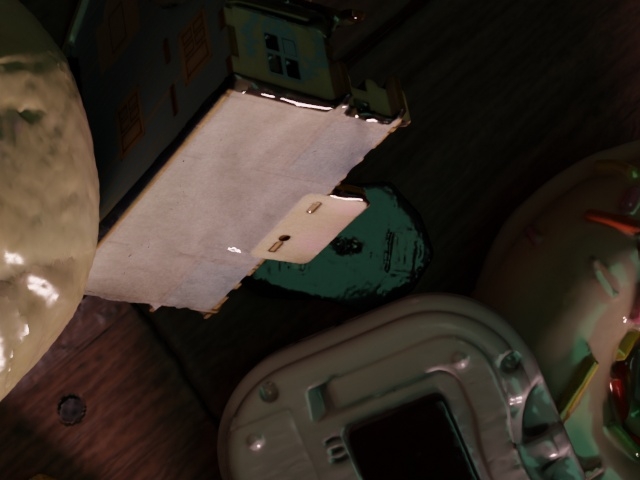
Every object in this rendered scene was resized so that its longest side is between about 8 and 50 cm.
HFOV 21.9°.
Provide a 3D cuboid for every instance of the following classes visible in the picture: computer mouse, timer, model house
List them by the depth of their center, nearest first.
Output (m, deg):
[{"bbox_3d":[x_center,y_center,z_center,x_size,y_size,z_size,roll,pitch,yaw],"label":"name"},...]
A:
[{"bbox_3d":[-0.069,-0.102,1.083,0.178,0.271,0.206,9,52,-32],"label":"model house"},{"bbox_3d":[0.062,0.178,1.162,0.237,0.087,0.262,-23,92,8],"label":"timer"},{"bbox_3d":[0.000,0.000,1.206,0.172,0.057,0.099,7,91,-21],"label":"computer mouse"}]

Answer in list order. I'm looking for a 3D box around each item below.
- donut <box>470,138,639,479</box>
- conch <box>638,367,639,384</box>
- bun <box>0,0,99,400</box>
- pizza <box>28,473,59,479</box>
[{"bbox_3d":[0.291,0.107,1.258,0.383,0.142,0.382,0,96,-1],"label":"donut"},{"bbox_3d":[0.271,0.096,1.375,0.109,0.093,0.330,-40,93,1],"label":"conch"},{"bbox_3d":[-0.292,-0.027,0.918,0.361,0.213,0.361,-1,93,-30],"label":"bun"},{"bbox_3d":[-0.150,0.281,1.111,0.204,0.081,0.188,34,75,-31],"label":"pizza"}]
